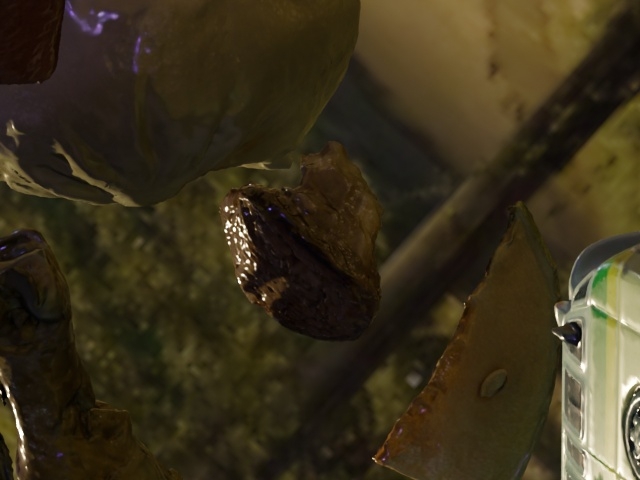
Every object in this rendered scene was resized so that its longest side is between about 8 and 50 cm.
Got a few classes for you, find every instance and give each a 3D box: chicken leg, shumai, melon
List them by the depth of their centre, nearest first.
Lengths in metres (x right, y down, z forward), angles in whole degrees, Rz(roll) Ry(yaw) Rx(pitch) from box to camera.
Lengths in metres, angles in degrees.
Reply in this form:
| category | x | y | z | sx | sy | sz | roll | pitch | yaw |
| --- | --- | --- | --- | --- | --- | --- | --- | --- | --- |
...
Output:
| category | x | y | z | sx | sy | sz | roll | pitch | yaw |
| --- | --- | --- | --- | --- | --- | --- | --- | --- | --- |
| melon | 0.108 | 0.074 | 1.087 | 0.098 | 0.182 | 0.054 | 33 | 172 | -30 |
| shumai | -0.001 | 0.009 | 1.284 | 0.123 | 0.105 | 0.139 | 89 | 156 | -46 |
| chicken leg | -0.194 | 0.164 | 1.413 | 0.201 | 0.153 | 0.429 | 36 | 148 | 53 |

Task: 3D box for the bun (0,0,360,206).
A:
| category | x | y | z | sx | sy | sz | roll | pitch | yaw |
| --- | --- | --- | --- | --- | --- | --- | --- | --- | --- |
| bun | -0.074 | -0.078 | 0.899 | 0.127 | 0.222 | 0.222 | 61 | -179 | 2 |

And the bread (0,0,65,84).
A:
| category | x | y | z | sx | sy | sz | roll | pitch | yaw |
| --- | --- | --- | --- | --- | --- | --- | --- | --- | --- |
| bread | -0.130 | -0.115 | 0.584 | 0.067 | 0.119 | 0.192 | 43 | 144 | 19 |

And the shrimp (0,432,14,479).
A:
| category | x | y | z | sx | sy | sz | roll | pitch | yaw |
| --- | --- | --- | --- | --- | --- | --- | --- | --- | --- |
| shrimp | -0.222 | 0.115 | 1.016 | 0.161 | 0.091 | 0.034 | 59 | -167 | 23 |

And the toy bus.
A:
| category | x | y | z | sx | sy | sz | roll | pitch | yaw |
| --- | --- | --- | --- | --- | --- | --- | --- | --- | --- |
| toy bus | 0.198 | 0.126 | 0.923 | 0.134 | 0.276 | 0.165 | -5 | -166 | -17 |
